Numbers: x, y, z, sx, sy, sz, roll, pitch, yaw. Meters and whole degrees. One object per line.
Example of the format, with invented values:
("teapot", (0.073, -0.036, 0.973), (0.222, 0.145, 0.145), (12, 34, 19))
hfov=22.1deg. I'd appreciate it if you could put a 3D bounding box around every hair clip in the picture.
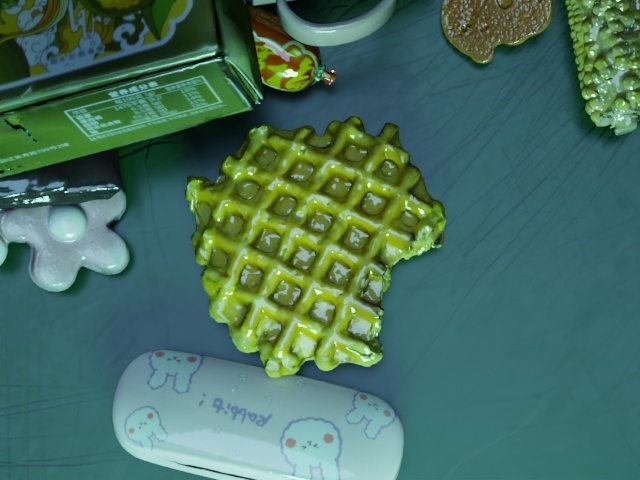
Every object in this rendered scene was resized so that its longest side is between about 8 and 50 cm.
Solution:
("hair clip", (-0.323, -0.020, 1.690), (0.257, 0.075, 0.146), (4, 71, -1))

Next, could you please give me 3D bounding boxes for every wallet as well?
("wallet", (-0.302, -0.142, 1.680), (0.182, 0.049, 0.229), (-6, 68, -5))

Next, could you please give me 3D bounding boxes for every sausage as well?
("sausage", (-0.102, -0.225, 1.703), (0.264, 0.083, 0.083), (26, 86, 4))

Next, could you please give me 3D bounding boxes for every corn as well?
("corn", (0.291, -0.252, 1.687), (0.086, 0.086, 0.288), (-11, 83, 0))

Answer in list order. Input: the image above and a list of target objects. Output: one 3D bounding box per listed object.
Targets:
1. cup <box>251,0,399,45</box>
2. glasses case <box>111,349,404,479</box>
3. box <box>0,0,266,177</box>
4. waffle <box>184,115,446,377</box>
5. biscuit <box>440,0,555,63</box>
("cup", (0.022, -0.315, 1.641), (0.200, 0.191, 0.253), (-6, 67, -2))
("glasses case", (-0.063, 0.188, 1.651), (0.296, 0.075, 0.113), (11, 63, 3))
("box", (-0.288, -0.266, 1.609), (0.420, 0.138, 0.373), (-13, 69, 9))
("waffle", (0.000, -0.001, 1.668), (0.291, 0.051, 0.291), (-1, 73, 4))
("biscuit", (0.187, -0.247, 1.708), (0.130, 0.019, 0.102), (-36, 80, 15))
